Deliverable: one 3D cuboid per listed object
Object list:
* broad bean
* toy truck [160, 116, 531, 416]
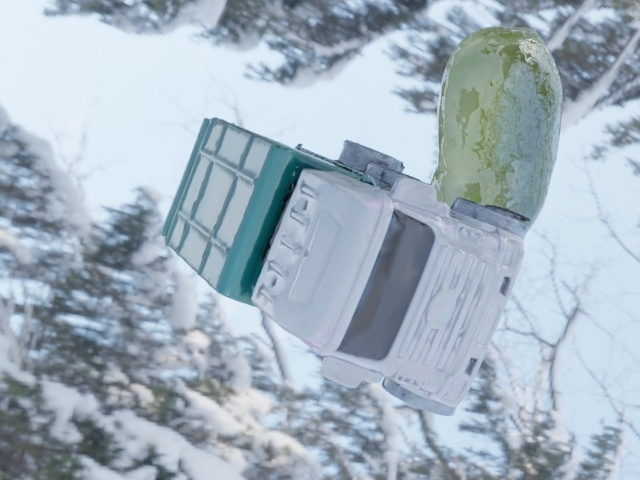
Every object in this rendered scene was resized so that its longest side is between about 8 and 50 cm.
[{"bbox_3d":[0.139,-0.075,0.842,0.082,0.124,0.175,28,-62,37],"label":"broad bean"},{"bbox_3d":[0.000,0.000,0.589,0.114,0.124,0.253,-69,-157,5],"label":"toy truck"}]
